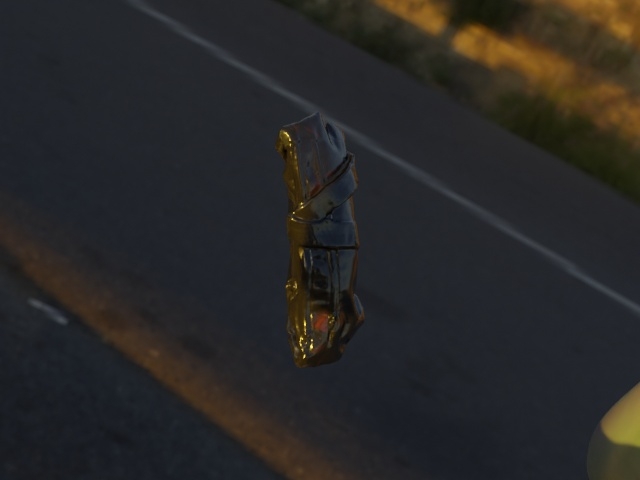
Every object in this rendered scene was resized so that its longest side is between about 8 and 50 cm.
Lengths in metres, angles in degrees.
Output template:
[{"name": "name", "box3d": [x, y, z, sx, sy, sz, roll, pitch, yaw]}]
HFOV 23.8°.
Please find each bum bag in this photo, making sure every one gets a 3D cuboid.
[{"name": "bum bag", "box3d": [0.001, 0.000, 0.730, 0.034, 0.124, 0.058, 8, 20, 30]}]

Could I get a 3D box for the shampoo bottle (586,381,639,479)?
[{"name": "shampoo bottle", "box3d": [0.230, 0.139, 0.364, 0.151, 0.222, 0.349, -28, 73, -29]}]
